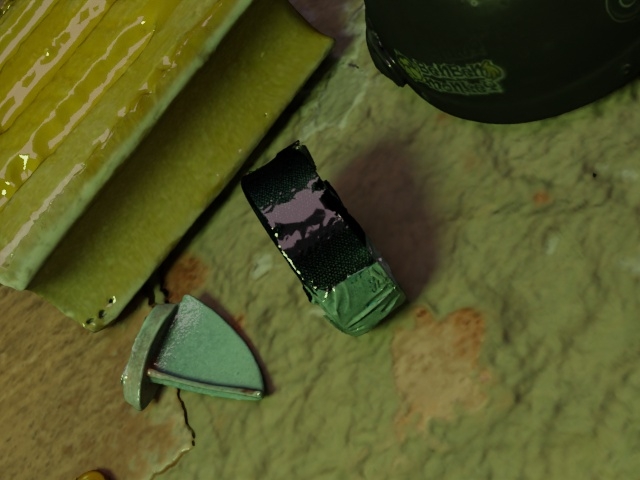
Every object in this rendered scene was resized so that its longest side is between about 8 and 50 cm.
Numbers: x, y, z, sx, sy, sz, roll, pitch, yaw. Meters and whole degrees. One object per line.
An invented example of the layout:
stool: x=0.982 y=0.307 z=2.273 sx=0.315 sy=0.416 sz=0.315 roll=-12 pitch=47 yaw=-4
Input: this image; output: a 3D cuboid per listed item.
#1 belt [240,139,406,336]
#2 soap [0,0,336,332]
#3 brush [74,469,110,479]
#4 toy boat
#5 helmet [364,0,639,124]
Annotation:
belt: x=0.000 y=0.000 z=0.672 sx=0.058 sy=0.105 sz=0.140 roll=-36 pitch=72 yaw=4
soap: x=-0.190 y=-0.128 z=0.859 sx=0.293 sy=0.156 sz=0.335 roll=32 pitch=82 yaw=40
brush: x=-0.098 y=0.251 z=0.641 sx=0.090 sy=0.017 sz=0.314 roll=-49 pitch=45 yaw=-2
toy boat: x=-0.082 y=0.089 z=0.732 sx=0.122 sy=0.034 sz=0.096 roll=6 pitch=65 yaw=28
helmet: x=0.122 y=-0.216 z=0.699 sx=0.278 sy=0.160 sz=0.231 roll=20 pitch=75 yaw=40
